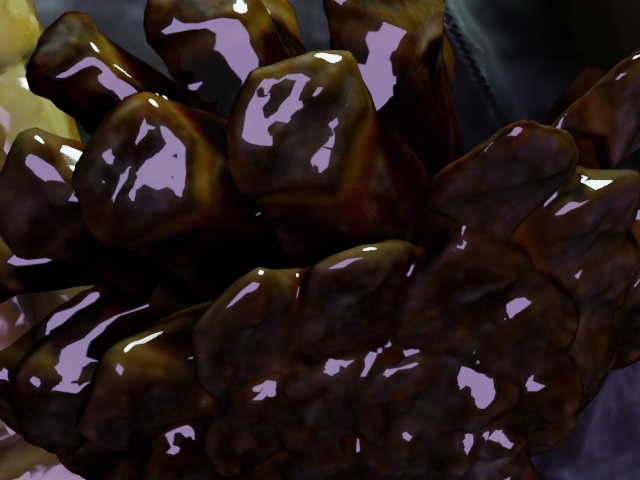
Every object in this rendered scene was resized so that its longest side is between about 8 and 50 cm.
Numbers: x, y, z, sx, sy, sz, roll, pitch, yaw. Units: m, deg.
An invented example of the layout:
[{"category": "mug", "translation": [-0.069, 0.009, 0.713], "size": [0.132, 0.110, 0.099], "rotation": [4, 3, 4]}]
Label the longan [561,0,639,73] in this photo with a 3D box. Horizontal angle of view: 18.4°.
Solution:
[{"category": "longan", "translation": [0.266, -0.150, 0.688], "size": [0.391, 0.391, 0.391], "rotation": [0, 91, -17]}]

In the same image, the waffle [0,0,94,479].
[{"category": "waffle", "translation": [-0.222, 0.065, 0.696], "size": [0.348, 0.077, 0.304], "rotation": [-23, 97, -16]}]

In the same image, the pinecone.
[{"category": "pinecone", "translation": [-0.001, -0.001, 0.631], "size": [0.229, 0.201, 0.202], "rotation": [-17, 122, -23]}]
